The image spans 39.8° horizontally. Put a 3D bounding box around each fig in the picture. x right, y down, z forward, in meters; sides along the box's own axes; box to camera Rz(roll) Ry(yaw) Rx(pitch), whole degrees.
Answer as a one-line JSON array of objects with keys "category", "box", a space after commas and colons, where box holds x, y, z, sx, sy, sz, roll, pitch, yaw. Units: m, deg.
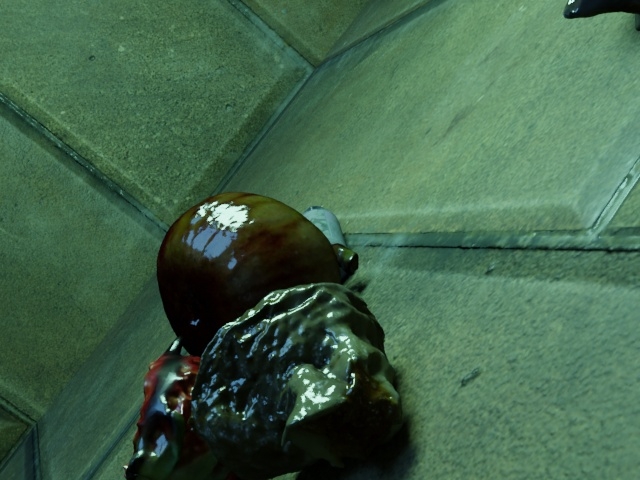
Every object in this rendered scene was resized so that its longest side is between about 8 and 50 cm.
[{"category": "fig", "box": [-0.082, 0.054, 1.061, 0.235, 0.235, 0.214, -42, 4, 28]}]

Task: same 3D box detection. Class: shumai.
[{"category": "shumai", "box": [-0.006, 0.148, 0.795, 0.206, 0.166, 0.175, -52, 37, -2]}]

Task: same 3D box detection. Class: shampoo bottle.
[{"category": "shampoo bottle", "box": [0.000, 0.000, 1.250, 0.072, 0.072, 0.214, -47, 15, 10]}]

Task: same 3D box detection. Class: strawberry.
[{"category": "strawberry", "box": [-0.148, 0.226, 0.990, 0.306, 0.137, 0.234, -101, 26, -79]}]

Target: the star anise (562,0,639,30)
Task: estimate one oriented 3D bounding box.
[{"category": "star anise", "box": [0.306, -0.227, 0.542, 0.331, 0.118, 0.332, -18, -4, -1]}]
